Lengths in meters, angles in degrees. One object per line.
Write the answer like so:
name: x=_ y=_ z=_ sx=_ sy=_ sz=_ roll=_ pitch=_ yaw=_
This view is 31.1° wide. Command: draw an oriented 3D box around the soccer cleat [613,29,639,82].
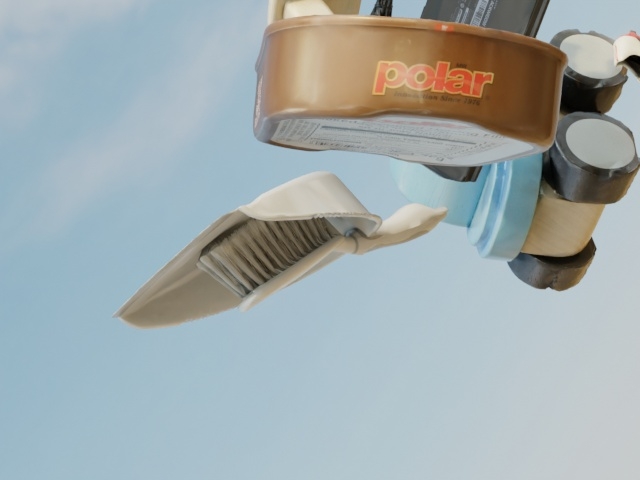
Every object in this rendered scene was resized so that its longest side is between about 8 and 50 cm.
soccer cleat: x=0.259 y=-0.129 z=0.877 sx=0.029 sy=0.083 sz=0.035 roll=-51 pitch=15 yaw=54

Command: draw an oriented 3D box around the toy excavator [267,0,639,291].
toy excavator: x=0.143 y=-0.181 z=1.453 sx=0.222 sy=0.445 sz=0.432 roll=103 pitch=173 yaw=-51

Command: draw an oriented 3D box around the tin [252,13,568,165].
tin: x=0.028 y=-0.052 z=0.442 sx=0.190 sy=0.106 sz=0.040 roll=-172 pitch=84 yaw=-85

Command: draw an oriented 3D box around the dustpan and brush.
dustpan and brush: x=0.000 y=0.000 z=0.666 sx=0.211 sy=0.060 sz=0.147 roll=-30 pitch=-5 yaw=-43

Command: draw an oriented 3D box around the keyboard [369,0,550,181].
keyboard: x=0.127 y=-0.228 z=1.104 sx=0.033 sy=0.201 sz=0.317 roll=-12 pitch=-50 yaw=-47
